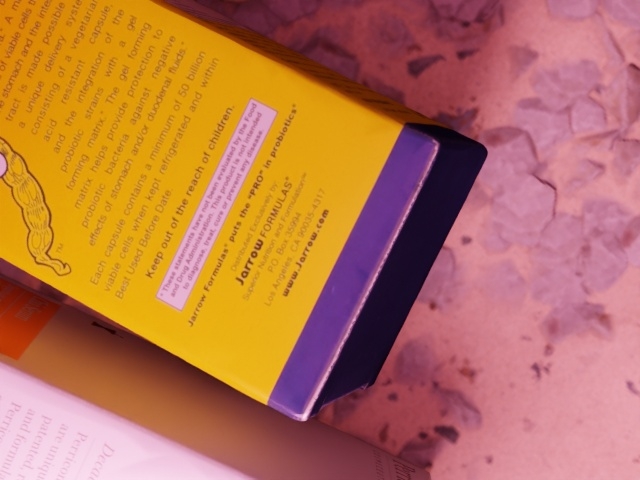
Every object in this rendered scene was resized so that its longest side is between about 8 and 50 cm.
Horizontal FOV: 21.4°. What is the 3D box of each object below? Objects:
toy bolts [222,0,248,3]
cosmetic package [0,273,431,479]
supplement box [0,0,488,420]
[{"bbox_3d":[-0.113,-0.265,1.140,0.228,0.218,0.158,30,105,14],"label":"toy bolts"},{"bbox_3d":[-0.150,0.167,1.182,0.453,0.230,0.161,25,98,-4],"label":"cosmetic package"},{"bbox_3d":[-0.100,-0.056,1.121,0.357,0.194,0.195,28,98,12],"label":"supplement box"}]
